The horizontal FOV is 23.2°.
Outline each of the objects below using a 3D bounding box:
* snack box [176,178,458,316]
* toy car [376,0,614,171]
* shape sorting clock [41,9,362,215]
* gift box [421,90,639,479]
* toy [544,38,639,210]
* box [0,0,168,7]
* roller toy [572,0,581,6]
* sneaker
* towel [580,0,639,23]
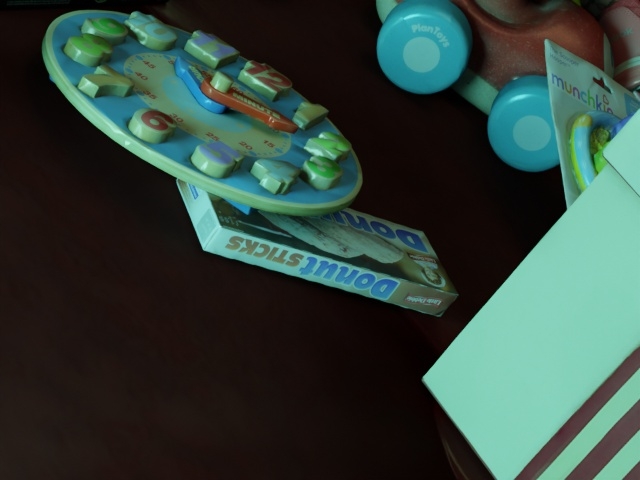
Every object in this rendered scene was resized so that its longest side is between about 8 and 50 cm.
[{"bbox_3d":[0.000,0.000,0.929,0.178,0.022,0.064,17,31,-35],"label":"snack box"},{"bbox_3d":[0.185,-0.217,1.253,0.210,0.238,0.219,35,27,-5],"label":"toy car"},{"bbox_3d":[-0.066,-0.081,0.923,0.206,0.040,0.206,27,20,-10],"label":"shape sorting clock"},{"bbox_3d":[0.233,0.054,0.870,0.255,0.258,0.276,-4,49,-53],"label":"gift box"},{"bbox_3d":[0.234,-0.032,1.130,0.137,0.056,0.237,25,54,-39],"label":"toy"},{"bbox_3d":[-0.185,-0.200,1.002,0.114,0.036,0.207,46,28,16],"label":"box"},{"bbox_3d":[0.163,-0.307,1.466,0.209,0.146,0.191,22,30,-27],"label":"roller toy"},{"bbox_3d":[0.362,-0.137,1.424,0.313,0.116,0.136,21,48,-42],"label":"sneaker"},{"bbox_3d":[0.364,-0.309,1.743,0.235,0.121,0.283,42,27,6],"label":"towel"}]
